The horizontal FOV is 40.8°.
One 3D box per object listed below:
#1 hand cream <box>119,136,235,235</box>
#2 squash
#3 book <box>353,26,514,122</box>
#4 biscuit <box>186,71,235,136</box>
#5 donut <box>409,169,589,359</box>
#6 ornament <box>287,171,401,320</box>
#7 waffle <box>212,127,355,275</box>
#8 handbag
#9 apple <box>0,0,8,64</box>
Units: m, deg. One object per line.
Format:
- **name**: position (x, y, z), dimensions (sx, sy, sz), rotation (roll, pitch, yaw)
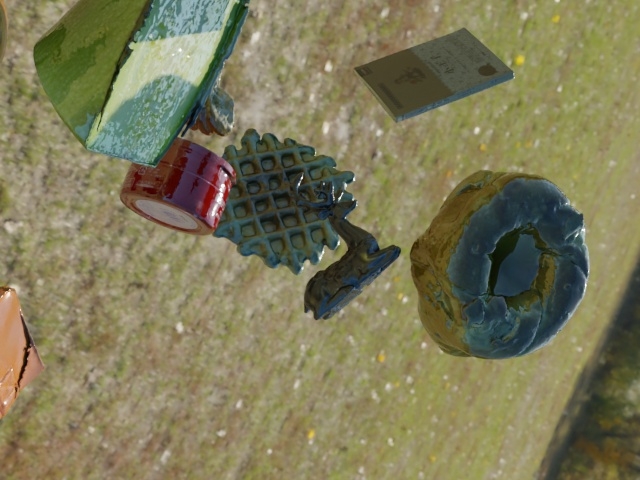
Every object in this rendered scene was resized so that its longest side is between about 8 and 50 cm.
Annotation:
- **hand cream**: position (-0.261, -0.099, 1.576), dimensions (0.193, 0.193, 0.125), rotation (55, 52, -66)
- **squash**: position (-0.184, -0.271, 1.112), dimensions (0.309, 0.210, 0.234), rotation (-33, 167, 13)
- **book**: position (0.167, -0.249, 1.277), dimensions (0.199, 0.138, 0.016), rotation (-22, 139, -13)
- **biscuit**: position (-0.222, -0.272, 1.563), dimensions (0.061, 0.118, 0.183), rotation (-44, 121, -82)
- **donut**: position (0.324, 0.053, 1.566), dimensions (0.361, 0.170, 0.360), rotation (-5, 102, -26)
- **ornament**: position (0.000, 0.000, 1.526), dimensions (0.202, 0.236, 0.080), rotation (-41, 161, 10)
- **waffle**: position (-0.088, -0.083, 1.801), dimensions (0.056, 0.309, 0.291), rotation (121, -7, -68)
- **handbag**: position (-0.653, 0.279, 1.488), dimensions (0.303, 0.116, 0.410), rotation (93, 17, -46)
- **apple**: position (-0.531, -0.268, 1.108), dimensions (0.253, 0.254, 0.253), rotation (-51, 153, -38)
